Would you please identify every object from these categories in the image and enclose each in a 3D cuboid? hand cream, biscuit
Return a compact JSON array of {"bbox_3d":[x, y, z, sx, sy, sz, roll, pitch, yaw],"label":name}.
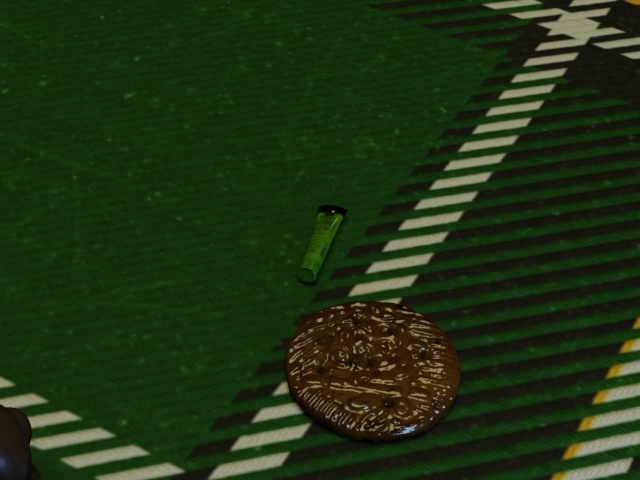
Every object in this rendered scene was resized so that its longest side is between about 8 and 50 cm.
[{"bbox_3d":[0.000,0.000,1.600,0.036,0.023,0.122,4,42,16],"label":"hand cream"},{"bbox_3d":[0.056,0.132,1.469,0.187,0.027,0.188,2,44,-2],"label":"biscuit"}]

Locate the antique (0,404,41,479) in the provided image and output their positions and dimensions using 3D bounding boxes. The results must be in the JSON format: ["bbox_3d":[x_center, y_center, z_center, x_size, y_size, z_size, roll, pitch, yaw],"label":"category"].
[{"bbox_3d":[-0.380,0.228,1.257,0.256,0.143,0.121,-16,50,-17],"label":"antique"}]
